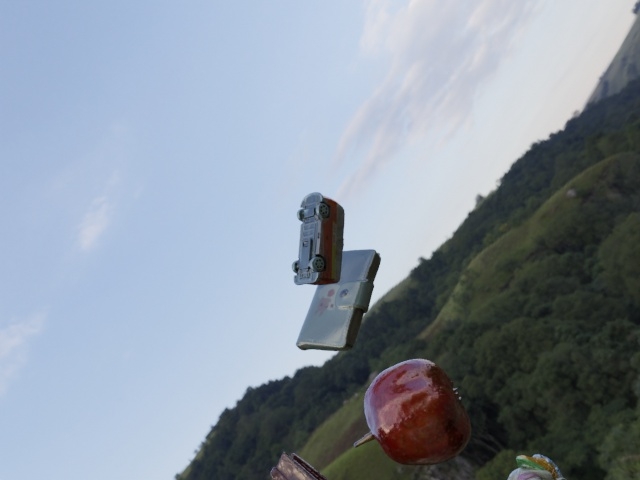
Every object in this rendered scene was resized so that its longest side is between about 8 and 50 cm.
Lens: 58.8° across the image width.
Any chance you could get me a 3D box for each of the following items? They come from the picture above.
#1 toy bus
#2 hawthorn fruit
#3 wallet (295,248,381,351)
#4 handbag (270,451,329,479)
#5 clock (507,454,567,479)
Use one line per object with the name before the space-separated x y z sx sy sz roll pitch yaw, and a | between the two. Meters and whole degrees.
toy bus | 0.000 0.000 1.627 0.120 0.121 0.264 12 -105 -34
hawthorn fruit | 0.238 0.495 1.576 0.330 0.287 0.287 -28 -18 5
wallet | 0.061 0.185 1.816 0.083 0.252 0.360 37 -120 -32
handbag | -0.047 0.711 1.425 0.084 0.276 0.259 23 -91 -48
clock | 0.538 0.627 1.404 0.144 0.230 0.103 -34 11 -35
